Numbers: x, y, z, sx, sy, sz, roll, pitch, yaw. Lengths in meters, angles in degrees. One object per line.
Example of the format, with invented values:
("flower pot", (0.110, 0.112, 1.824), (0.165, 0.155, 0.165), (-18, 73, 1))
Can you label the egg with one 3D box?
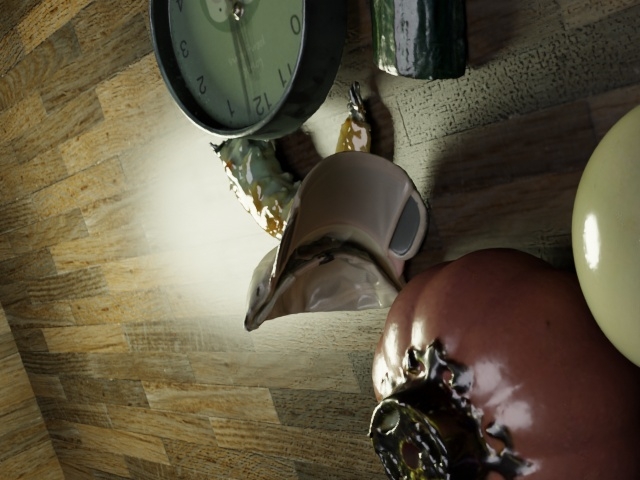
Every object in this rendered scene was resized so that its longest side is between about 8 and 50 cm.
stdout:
("egg", (0.287, 0.000, 0.716), (0.186, 0.186, 0.242), (21, 129, 47))

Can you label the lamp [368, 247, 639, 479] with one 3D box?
("lamp", (0.168, 0.163, 0.917), (0.305, 0.239, 0.306), (30, 130, 43))

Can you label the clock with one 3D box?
("clock", (-0.098, -0.278, 1.141), (0.318, 0.066, 0.319), (14, 109, 44))

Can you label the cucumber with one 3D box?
("cucumber", (0.089, -0.227, 0.971), (0.116, 0.062, 0.115), (18, 118, 46))

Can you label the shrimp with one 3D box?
("shrimp", (-0.024, -0.075, 1.200), (0.287, 0.068, 0.185), (-13, 99, 53))

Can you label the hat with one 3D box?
("hat", (0.000, 0.000, 1.110), (0.164, 0.219, 0.226), (24, 115, 59))
